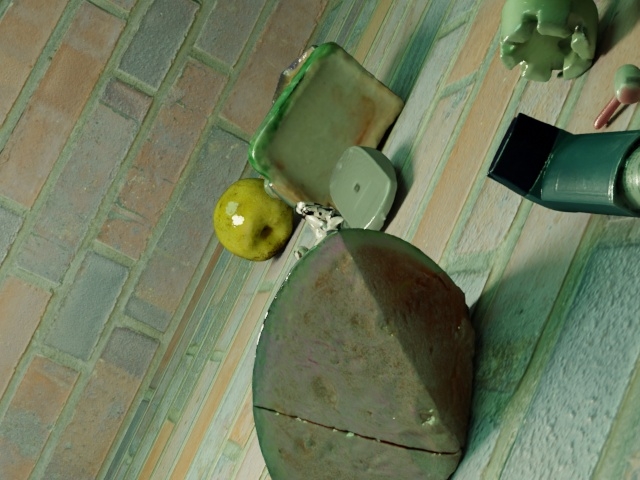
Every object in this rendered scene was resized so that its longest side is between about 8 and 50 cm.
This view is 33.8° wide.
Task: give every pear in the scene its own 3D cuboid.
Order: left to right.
[{"bbox_3d":[-0.163,-0.054,2.487,0.197,0.197,0.197,-57,14,23],"label":"pear"}]

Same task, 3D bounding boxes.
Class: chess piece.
[{"bbox_3d":[0.304,-0.358,1.373,0.194,0.194,0.299,138,147,-57],"label":"chess piece"}]

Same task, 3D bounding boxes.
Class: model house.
[{"bbox_3d":[-0.020,-0.226,2.174,0.312,0.245,0.280,-56,20,-2],"label":"model house"}]

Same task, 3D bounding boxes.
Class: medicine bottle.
[{"bbox_3d":[0.266,-0.069,1.030,0.079,0.124,0.258,-62,15,-2],"label":"medicine bottle"}]

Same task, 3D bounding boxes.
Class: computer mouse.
[{"bbox_3d":[0.087,-0.089,1.878,0.128,0.079,0.231,-60,28,22],"label":"computer mouse"}]

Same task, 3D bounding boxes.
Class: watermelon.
[{"bbox_3d":[0.072,0.173,1.266,0.292,0.319,0.222,-45,-14,35],"label":"watermelon"}]

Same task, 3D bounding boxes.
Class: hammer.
[{"bbox_3d":[0.328,-0.155,1.169,0.083,0.031,0.053,-59,8,42],"label":"hammer"}]

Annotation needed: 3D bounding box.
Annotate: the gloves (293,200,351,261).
[{"bbox_3d":[0.009,-0.001,1.936,0.212,0.111,0.128,-97,10,-63],"label":"gloves"}]
